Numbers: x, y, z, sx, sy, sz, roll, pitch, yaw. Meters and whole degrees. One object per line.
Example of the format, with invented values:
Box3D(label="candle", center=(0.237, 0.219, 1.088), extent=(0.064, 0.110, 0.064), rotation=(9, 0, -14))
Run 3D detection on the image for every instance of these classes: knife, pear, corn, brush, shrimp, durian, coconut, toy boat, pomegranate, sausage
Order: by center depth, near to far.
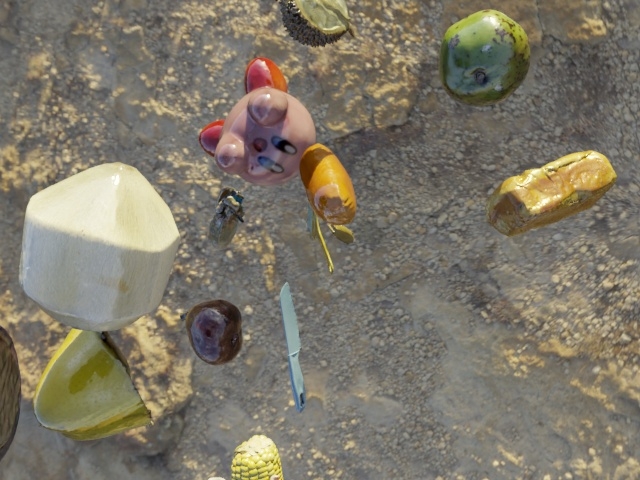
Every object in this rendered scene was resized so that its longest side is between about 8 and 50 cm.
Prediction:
Box3D(label="corn", center=(-0.089, 0.421, 0.859), extent=(0.081, 0.081, 0.248), rotation=(2, 102, 32))
Box3D(label="coconut", center=(-0.352, 0.002, 0.922), extent=(0.238, 0.237, 0.265), rotation=(20, 102, 29))
Box3D(label="durian", center=(-0.013, -0.397, 1.001), extent=(0.091, 0.189, 0.148), rotation=(-23, 63, 45))
Box3D(label="sausage", center=(0.013, -0.104, 1.064), extent=(0.098, 0.098, 0.238), rotation=(-57, 26, 20))
Box3D(label="pear", center=(-0.458, 0.297, 1.094), extent=(0.267, 0.178, 0.266), rotation=(29, 137, 32))
Box3D(label="brush", center=(0.000, 0.000, 1.272), extent=(0.205, 0.011, 0.083), rotation=(-112, 20, -44))
Box3D(label="knife", center=(-0.060, 0.247, 1.290), extent=(0.019, 0.045, 0.312), rotation=(8, 110, 51))
Box3D(label="pomegranate", center=(0.380, -0.428, 1.319), extent=(0.214, 0.248, 0.214), rotation=(11, 126, 15))
Box3D(label="toy boat", center=(0.074, -0.027, 1.921), extent=(0.047, 0.149, 0.049), rotation=(-40, 53, 15))
Box3D(label="shrimp", center=(-0.316, -0.090, 1.972), extent=(0.110, 0.446, 0.221), rotation=(25, 74, -8))

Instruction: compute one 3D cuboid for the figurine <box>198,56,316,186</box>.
Box3D(label="figurine", center=(-0.119, -0.239, 1.293), extent=(0.269, 0.211, 0.261), rotation=(-52, 29, 13))

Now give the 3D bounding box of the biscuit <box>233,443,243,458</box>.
Box3D(label="biscuit", center=(-0.234, 0.679, 1.806), extent=(0.084, 0.084, 0.023), rotation=(-56, 32, 21))

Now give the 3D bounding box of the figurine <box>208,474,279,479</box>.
Box3D(label="figurine", center=(-0.067, 0.305, 0.619), extent=(0.098, 0.081, 0.146), rotation=(-23, 33, -4))

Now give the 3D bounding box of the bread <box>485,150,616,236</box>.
Box3D(label="bread", center=(0.551, -0.111, 1.370), extent=(0.167, 0.295, 0.132), rotation=(121, 129, -69))

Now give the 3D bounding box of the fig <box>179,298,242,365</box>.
Box3D(label="fig", center=(-0.307, 0.228, 1.529), extent=(0.274, 0.146, 0.170), rotation=(14, 114, 50))

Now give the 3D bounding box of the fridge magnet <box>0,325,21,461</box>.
Box3D(label="fridge magnet", center=(-0.472, 0.202, 0.728), extent=(0.113, 0.265, 0.265), rotation=(-4, 90, -8))
